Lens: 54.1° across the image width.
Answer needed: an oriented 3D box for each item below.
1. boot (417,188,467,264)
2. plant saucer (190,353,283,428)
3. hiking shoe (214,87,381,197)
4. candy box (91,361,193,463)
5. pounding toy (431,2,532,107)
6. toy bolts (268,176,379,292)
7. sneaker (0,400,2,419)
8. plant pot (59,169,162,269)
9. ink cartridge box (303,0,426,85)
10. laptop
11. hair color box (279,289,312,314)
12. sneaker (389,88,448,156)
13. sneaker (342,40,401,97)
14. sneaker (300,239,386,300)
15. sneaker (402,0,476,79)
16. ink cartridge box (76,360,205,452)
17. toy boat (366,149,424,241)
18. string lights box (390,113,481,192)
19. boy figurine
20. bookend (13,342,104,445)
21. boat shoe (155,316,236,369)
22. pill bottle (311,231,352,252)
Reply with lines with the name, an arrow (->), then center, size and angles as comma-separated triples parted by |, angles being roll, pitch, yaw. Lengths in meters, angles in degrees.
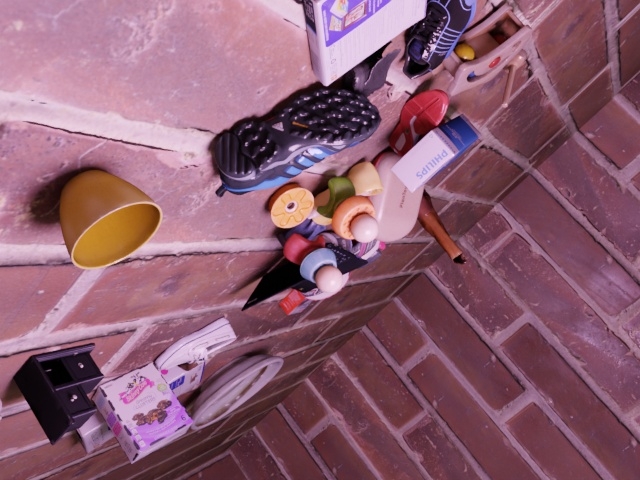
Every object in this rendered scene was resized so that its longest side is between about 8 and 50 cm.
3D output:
boot -> 0.360, -0.047, 1.917 | 0.096, 0.280, 0.264 | -41, 163, 5
plant saucer -> -0.319, 0.516, 2.249 | 0.400, 0.100, 0.400 | -36, 163, -13
hiking shoe -> -0.042, -0.169, 1.073 | 0.304, 0.113, 0.132 | -20, 166, -18
candy box -> -0.446, 0.427, 1.576 | 0.164, 0.196, 0.070 | -21, 155, -48
pounding toy -> 0.369, -0.376, 1.303 | 0.269, 0.155, 0.154 | -28, 164, -34
toy bolts -> 0.000, 0.000, 1.342 | 0.218, 0.158, 0.229 | -2, 127, -34
sneaker -> -0.621, 0.326, 1.109 | 0.111, 0.103, 0.252 | -21, 156, -42
plant pot -> -0.299, -0.040, 0.857 | 0.134, 0.095, 0.134 | -35, 163, -13
ink cartridge box -> 0.072, -0.351, 0.930 | 0.208, 0.045, 0.206 | -36, 163, -8
laptop -> -0.034, 0.114, 1.625 | 0.234, 0.137, 0.264 | -27, 145, 31
hair color box -> -0.043, 0.164, 2.005 | 0.167, 0.053, 0.093 | -47, 161, 20
sneaker -> 0.246, -0.290, 1.431 | 0.128, 0.087, 0.221 | -39, 178, -30
sneaker -> 0.080, -0.277, 1.128 | 0.089, 0.051, 0.170 | -26, 156, -26
sneaker -> 0.045, 0.056, 1.851 | 0.299, 0.121, 0.112 | -42, 134, 12
sneaker -> 0.201, -0.368, 1.099 | 0.090, 0.081, 0.232 | -42, 166, -16
ink cartridge box -> -0.496, 0.442, 1.743 | 0.371, 0.069, 0.176 | -27, 159, -29
toy boat -> 0.161, -0.115, 1.585 | 0.151, 0.151, 0.231 | 8, 99, -32
string lights box -> 0.274, -0.206, 1.455 | 0.133, 0.077, 0.259 | -43, 176, 32
boy figurine -> 0.032, -0.071, 1.498 | 0.285, 0.092, 0.177 | -40, 161, 12
bookend -> -0.482, 0.295, 1.228 | 0.072, 0.157, 0.156 | -45, 162, 19
boat shoe -> -0.329, 0.291, 1.684 | 0.226, 0.076, 0.083 | -32, 162, -23
pill bottle -> 0.026, 0.016, 1.724 | 0.078, 0.078, 0.137 | -46, 162, 22
